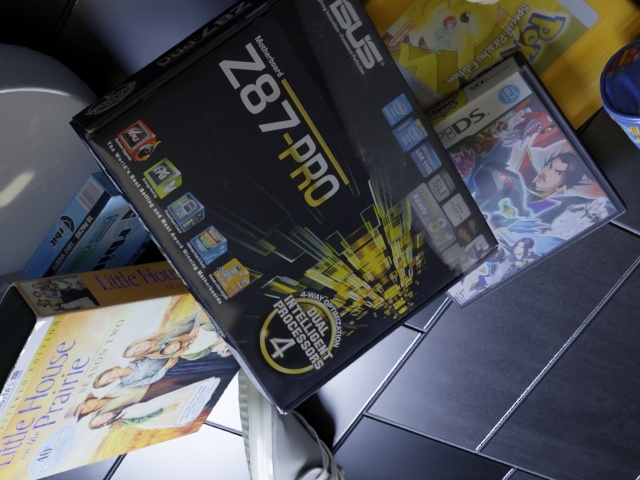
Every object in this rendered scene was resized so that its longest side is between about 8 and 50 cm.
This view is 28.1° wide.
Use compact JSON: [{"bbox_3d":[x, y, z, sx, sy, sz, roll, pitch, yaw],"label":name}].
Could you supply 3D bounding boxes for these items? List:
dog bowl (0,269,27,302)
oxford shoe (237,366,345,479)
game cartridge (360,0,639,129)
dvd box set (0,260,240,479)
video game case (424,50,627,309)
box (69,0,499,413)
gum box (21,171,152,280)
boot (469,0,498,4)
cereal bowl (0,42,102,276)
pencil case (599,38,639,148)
[{"bbox_3d":[-0.387,0.177,1.545,0.348,0.102,0.349,-33,153,-19],"label":"dog bowl"},{"bbox_3d":[-0.033,0.318,1.762,0.130,0.169,0.449,-10,134,2],"label":"oxford shoe"},{"bbox_3d":[0.198,-0.227,1.466,0.323,0.053,0.285,34,115,-27],"label":"game cartridge"},{"bbox_3d":[-0.242,0.152,1.524,0.420,0.062,0.308,-7,137,-52],"label":"dvd box set"},{"bbox_3d":[0.203,-0.062,1.545,0.248,0.035,0.275,-33,126,15],"label":"video game case"},{"bbox_3d":[-0.028,-0.057,1.383,0.318,0.097,0.395,-37,114,-11],"label":"box"},{"bbox_3d":[-0.241,-0.020,1.483,0.041,0.184,0.157,46,116,13],"label":"gum box"},{"bbox_3d":[0.262,-0.335,1.323,0.203,0.095,0.262,24,83,-27],"label":"boot"},{"bbox_3d":[-0.395,-0.090,1.384,0.339,0.141,0.339,-26,154,-14],"label":"cereal bowl"},{"bbox_3d":[0.451,-0.120,1.508,0.133,0.119,0.306,-14,145,37],"label":"pencil case"}]
